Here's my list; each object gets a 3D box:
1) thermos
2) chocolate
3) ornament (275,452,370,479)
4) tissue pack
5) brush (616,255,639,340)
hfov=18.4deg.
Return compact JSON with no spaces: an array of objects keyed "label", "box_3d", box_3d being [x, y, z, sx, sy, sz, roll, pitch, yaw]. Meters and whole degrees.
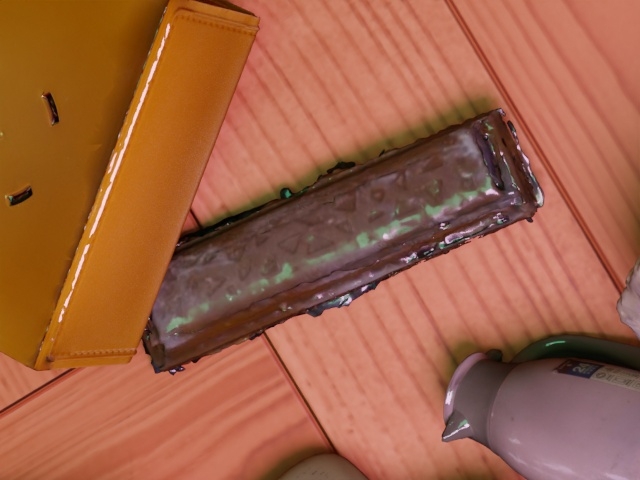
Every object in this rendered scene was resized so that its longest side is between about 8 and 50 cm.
[{"label":"thermos","box_3d":[0.186,0.122,1.398,0.193,0.137,0.105,14,138,36]},{"label":"chocolate","box_3d":[0.000,0.004,1.453,0.329,0.065,0.102,-23,93,13]},{"label":"ornament","box_3d":[0.041,0.235,1.415,0.245,0.061,0.230,-46,46,-5]},{"label":"tissue pack","box_3d":[-0.189,-0.071,1.416,0.194,0.145,0.275,27,100,25]},{"label":"brush","box_3d":[0.347,0.021,1.321,0.266,0.174,0.166,25,64,-1]}]
